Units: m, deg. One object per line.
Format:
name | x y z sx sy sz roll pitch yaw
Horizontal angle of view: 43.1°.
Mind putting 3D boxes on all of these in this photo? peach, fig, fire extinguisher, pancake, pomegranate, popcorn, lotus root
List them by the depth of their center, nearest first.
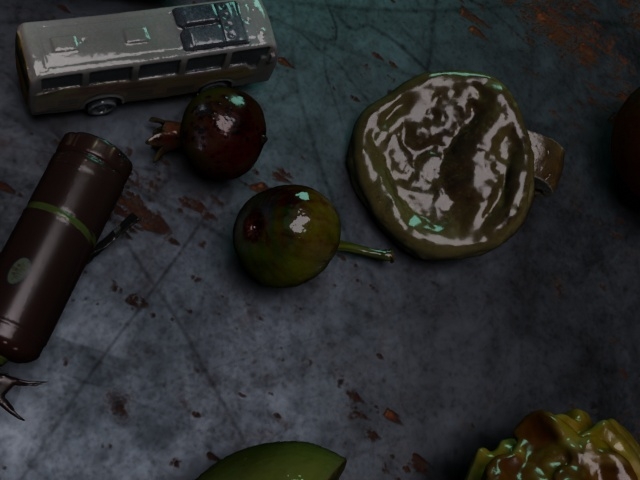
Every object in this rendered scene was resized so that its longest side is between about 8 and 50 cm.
fire extinguisher | -0.326 0.039 0.978 0.141 0.105 0.341 24 66 -11
popcorn | 0.330 0.360 1.083 0.332 0.225 0.265 39 76 -30
pomegranate | -0.150 -0.146 1.085 0.159 0.129 0.129 5 74 -19
fig | 0.000 0.000 1.112 0.245 0.149 0.149 11 70 -42
pancake | 0.180 -0.112 1.193 0.294 0.049 0.294 0 83 3
lotus root | 0.316 -0.119 1.256 0.122 0.112 0.081 19 70 -15
peach | 0.607 -0.166 1.318 0.252 0.252 0.252 5 73 -19

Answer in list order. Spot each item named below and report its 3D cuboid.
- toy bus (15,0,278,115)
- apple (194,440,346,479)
toy bus | -0.225 -0.249 1.079 0.343 0.138 0.097 -14 78 -21
apple | -0.043 0.369 0.897 0.292 0.292 0.254 46 42 -3
